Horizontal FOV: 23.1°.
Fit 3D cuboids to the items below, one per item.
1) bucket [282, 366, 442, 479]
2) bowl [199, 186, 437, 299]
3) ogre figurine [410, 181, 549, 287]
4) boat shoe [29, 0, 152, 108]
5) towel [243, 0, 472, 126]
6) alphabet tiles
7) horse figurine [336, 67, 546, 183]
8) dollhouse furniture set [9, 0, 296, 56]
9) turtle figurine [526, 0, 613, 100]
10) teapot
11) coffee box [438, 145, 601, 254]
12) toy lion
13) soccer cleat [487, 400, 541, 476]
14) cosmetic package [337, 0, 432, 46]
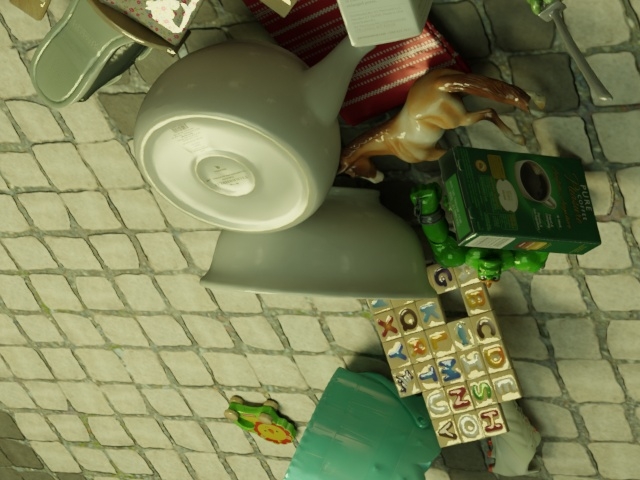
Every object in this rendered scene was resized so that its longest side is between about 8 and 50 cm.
[{"bbox_3d":[0.058,0.322,2.213,0.183,0.281,0.281,26,141,5],"label":"bucket"},{"bbox_3d":[0.000,0.000,1.947,0.297,0.298,0.134,3,91,28],"label":"bowl"},{"bbox_3d":[0.210,-0.012,1.892,0.197,0.097,0.118,-9,131,-11],"label":"ogre figurine"},{"bbox_3d":[-0.241,-0.272,1.876,0.302,0.091,0.114,-33,91,40],"label":"boat shoe"},{"bbox_3d":[0.026,-0.256,1.782,0.199,0.031,0.275,-19,121,42],"label":"towel"},{"bbox_3d":[0.165,0.150,2.058,0.198,0.009,0.237,-20,87,42],"label":"alphabet tiles"},{"bbox_3d":[0.143,-0.132,1.784,0.174,0.066,0.263,17,151,-15],"label":"horse figurine"},{"bbox_3d":[-0.248,-0.249,1.693,0.355,0.174,0.303,34,143,-6],"label":"dollhouse furniture set"},{"bbox_3d":[0.172,-0.307,1.480,0.198,0.275,0.266,20,179,-43],"label":"turtle figurine"},{"bbox_3d":[-0.087,-0.141,1.804,0.256,0.187,0.252,15,144,2],"label":"teapot"},{"bbox_3d":[0.227,-0.043,1.765,0.184,0.113,0.040,3,154,-32],"label":"coffee box"},{"bbox_3d":[-0.090,0.287,2.445,0.100,0.034,0.096,3,143,28],"label":"toy lion"},{"bbox_3d":[0.269,0.260,2.182,0.076,0.068,0.196,-1,136,10],"label":"soccer cleat"},{"bbox_3d":[0.047,-0.327,1.599,0.085,0.117,0.231,-9,123,21],"label":"cosmetic package"}]
